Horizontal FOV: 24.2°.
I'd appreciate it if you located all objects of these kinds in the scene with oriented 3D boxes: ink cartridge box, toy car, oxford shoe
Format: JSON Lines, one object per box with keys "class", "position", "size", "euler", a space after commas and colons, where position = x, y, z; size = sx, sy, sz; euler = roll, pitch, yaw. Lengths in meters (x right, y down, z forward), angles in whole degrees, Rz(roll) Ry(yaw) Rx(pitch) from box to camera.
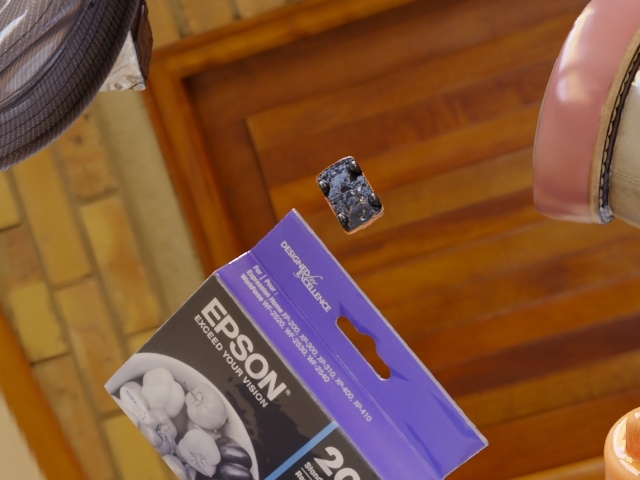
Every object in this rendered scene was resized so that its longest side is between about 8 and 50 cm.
{"class": "ink cartridge box", "position": [-0.023, 0.119, 1.022], "size": [0.206, 0.208, 0.045], "euler": [50, -146, 7]}
{"class": "toy car", "position": [0.000, 0.000, 1.088], "size": [0.060, 0.122, 0.040], "euler": [40, 177, 29]}
{"class": "oxford shoe", "position": [0.221, -0.100, 0.728], "size": [0.348, 0.130, 0.123], "euler": [-51, -32, -42]}

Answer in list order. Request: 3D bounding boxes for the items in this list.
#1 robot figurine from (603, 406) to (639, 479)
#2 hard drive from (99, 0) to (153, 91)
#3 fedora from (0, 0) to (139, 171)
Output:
{"class": "robot figurine", "position": [0.308, 0.228, 1.288], "size": [0.158, 0.128, 0.219], "euler": [-105, 4, -57]}
{"class": "hard drive", "position": [-0.268, -0.233, 1.152], "size": [0.339, 0.237, 0.064], "euler": [87, -173, -63]}
{"class": "fedora", "position": [-0.201, -0.159, 0.804], "size": [0.244, 0.275, 0.124], "euler": [25, 178, -24]}
